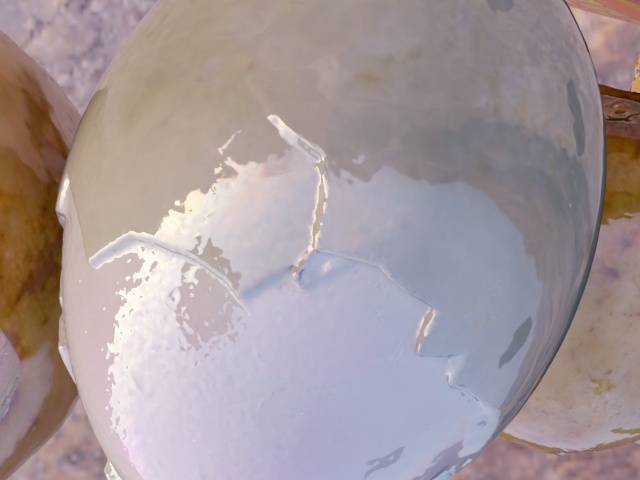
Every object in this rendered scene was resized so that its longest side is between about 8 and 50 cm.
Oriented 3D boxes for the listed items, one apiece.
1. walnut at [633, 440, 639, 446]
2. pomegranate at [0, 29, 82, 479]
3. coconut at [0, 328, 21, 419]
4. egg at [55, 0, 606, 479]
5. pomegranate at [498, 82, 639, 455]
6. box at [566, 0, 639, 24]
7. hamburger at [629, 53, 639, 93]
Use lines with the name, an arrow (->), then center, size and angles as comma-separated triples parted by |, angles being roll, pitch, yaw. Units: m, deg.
walnut -> 0.371, 0.088, 1.678 | 0.273, 0.273, 0.227 | 28, 165, -35
pomegranate -> -0.324, -0.001, 1.015 | 0.410, 0.410, 0.410 | 0, 146, 0
coconut -> -0.171, 0.052, 0.594 | 0.116, 0.122, 0.116 | -27, 151, -17
egg -> 0.000, 0.000, 0.853 | 0.278, 0.336, 0.278 | 16, 158, 7
pomegranate -> 0.166, 0.016, 1.120 | 0.260, 0.260, 0.260 | 0, 146, 0
box -> 0.286, -0.357, 1.524 | 0.213, 0.284, 0.259 | 22, -171, 33
hamburger -> 0.306, -0.141, 1.421 | 0.076, 0.044, 0.083 | -12, 157, 7
